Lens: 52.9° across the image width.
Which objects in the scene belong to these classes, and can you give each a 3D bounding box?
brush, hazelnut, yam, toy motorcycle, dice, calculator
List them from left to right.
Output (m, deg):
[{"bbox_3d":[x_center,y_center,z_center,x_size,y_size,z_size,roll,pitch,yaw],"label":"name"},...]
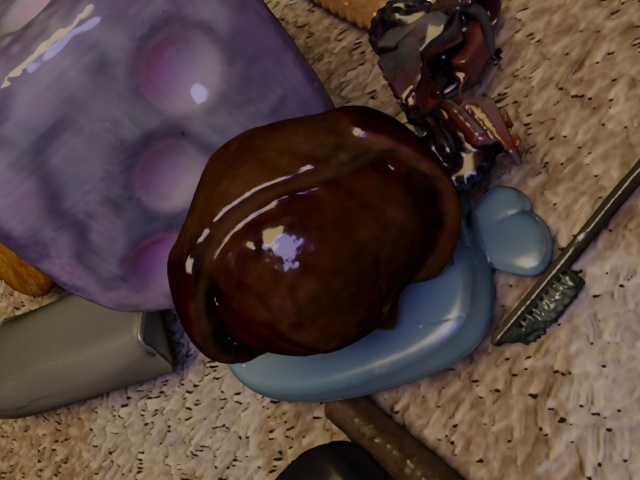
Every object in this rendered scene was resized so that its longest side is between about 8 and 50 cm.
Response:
[{"bbox_3d":[-0.161,-0.123,0.577,0.270,0.271,0.270,-39,45,3],"label":"dice"},{"bbox_3d":[-0.004,-0.004,0.447,0.202,0.170,0.160,-22,67,20],"label":"hazelnut"},{"bbox_3d":[0.040,0.034,0.546,0.303,0.042,0.188,-25,53,23],"label":"calculator"},{"bbox_3d":[0.112,-0.139,0.534,0.118,0.084,0.212,-23,60,18],"label":"toy motorcycle"},{"bbox_3d":[0.121,0.201,0.449,0.045,0.045,0.327,-39,48,-23],"label":"yam"},{"bbox_3d":[0.194,0.009,0.468,0.027,0.034,0.190,41,100,27],"label":"brush"}]

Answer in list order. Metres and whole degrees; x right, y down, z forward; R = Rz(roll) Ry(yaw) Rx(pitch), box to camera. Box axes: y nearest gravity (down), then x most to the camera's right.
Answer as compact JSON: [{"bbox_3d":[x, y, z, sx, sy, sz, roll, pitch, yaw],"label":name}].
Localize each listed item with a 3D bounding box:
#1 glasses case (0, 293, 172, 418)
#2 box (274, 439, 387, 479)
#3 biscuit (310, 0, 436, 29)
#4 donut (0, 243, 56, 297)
[{"bbox_3d":[-0.277,0.120,0.735,0.308,0.083,0.128,-21,58,29],"label":"glasses case"},{"bbox_3d":[0.003,0.339,0.462,0.290,0.073,0.289,-53,54,15],"label":"box"},{"bbox_3d":[0.053,-0.307,0.672,0.250,0.030,0.160,42,101,36],"label":"biscuit"},{"bbox_3d":[-0.362,-0.010,0.800,0.259,0.101,0.152,-6,113,39],"label":"donut"}]
